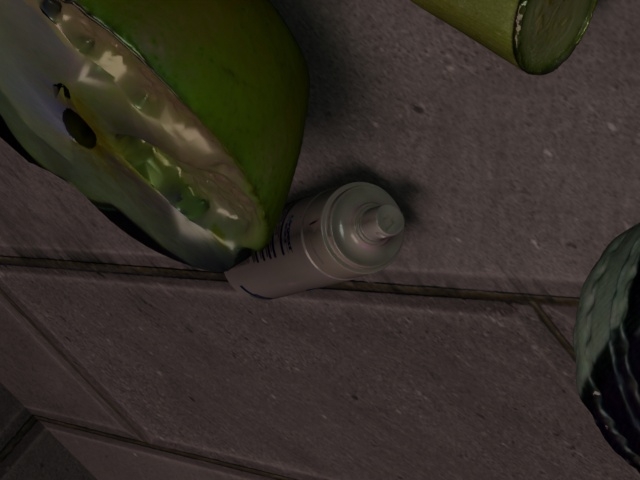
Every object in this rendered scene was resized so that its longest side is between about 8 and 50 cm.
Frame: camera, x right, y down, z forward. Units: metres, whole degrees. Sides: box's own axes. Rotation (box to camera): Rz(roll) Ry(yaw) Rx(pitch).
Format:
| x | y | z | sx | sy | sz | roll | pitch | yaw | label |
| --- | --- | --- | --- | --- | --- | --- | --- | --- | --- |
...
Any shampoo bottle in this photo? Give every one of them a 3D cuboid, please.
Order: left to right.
| x | y | z | sx | sy | sz | roll | pitch | yaw | label |
| --- | --- | --- | --- | --- | --- | --- | --- | --- | --- |
| 0.000 | 0.000 | 1.751 | 0.092 | 0.092 | 0.303 | 45 | 157 | -14 | shampoo bottle |

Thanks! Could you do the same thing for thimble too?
| x | y | z | sx | sy | sz | roll | pitch | yaw | label |
| --- | --- | --- | --- | --- | --- | --- | --- | --- | --- |
| 0.304 | 0.070 | 1.248 | 0.237 | 0.237 | 0.150 | 41 | 163 | -5 | thimble |

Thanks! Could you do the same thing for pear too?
| x | y | z | sx | sy | sz | roll | pitch | yaw | label |
| --- | --- | --- | --- | --- | --- | --- | --- | --- | --- |
| -0.162 | -0.165 | 1.586 | 0.398 | 0.165 | 0.399 | 33 | 157 | 16 | pear |

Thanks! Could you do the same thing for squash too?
| x | y | z | sx | sy | sz | roll | pitch | yaw | label |
| --- | --- | --- | --- | --- | --- | --- | --- | --- | --- |
| 0.087 | -0.193 | 1.266 | 0.224 | 0.094 | 0.094 | 30 | 157 | 39 | squash |
